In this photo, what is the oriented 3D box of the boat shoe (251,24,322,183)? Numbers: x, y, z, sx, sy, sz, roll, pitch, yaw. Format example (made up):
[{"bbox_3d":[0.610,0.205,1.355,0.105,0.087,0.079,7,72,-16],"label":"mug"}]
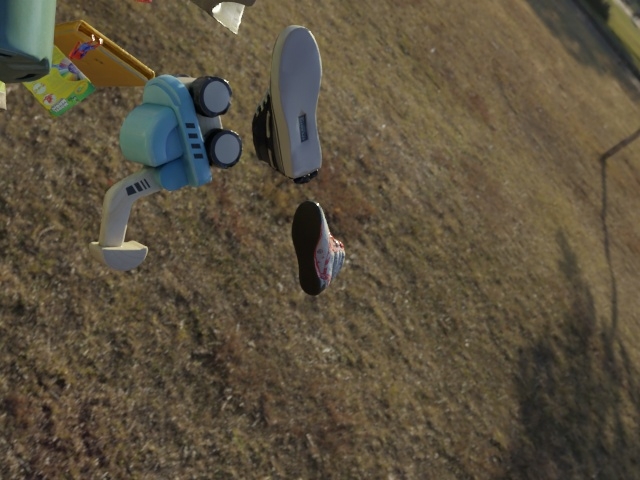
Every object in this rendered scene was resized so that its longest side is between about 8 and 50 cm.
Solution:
[{"bbox_3d":[-0.089,-0.297,1.429,0.127,0.341,0.158,-25,38,-36],"label":"boat shoe"}]

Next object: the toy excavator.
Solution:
[{"bbox_3d":[-0.439,-0.191,1.736,0.445,0.222,0.433,-29,122,-34],"label":"toy excavator"}]

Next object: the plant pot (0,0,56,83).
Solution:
[{"bbox_3d":[-0.549,-0.430,1.007,0.341,0.341,0.334,0,90,-47],"label":"plant pot"}]

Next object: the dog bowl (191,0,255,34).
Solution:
[{"bbox_3d":[-0.102,-0.484,0.966,0.102,0.349,0.349,22,43,-15],"label":"dog bowl"}]

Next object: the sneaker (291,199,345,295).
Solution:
[{"bbox_3d":[-0.001,0.000,1.772,0.145,0.090,0.270,-39,132,-52],"label":"sneaker"}]

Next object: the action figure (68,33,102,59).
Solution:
[{"bbox_3d":[-0.613,-0.496,1.713,0.038,0.115,0.030,10,63,-57],"label":"action figure"}]

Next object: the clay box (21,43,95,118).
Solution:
[{"bbox_3d":[-0.674,-0.403,1.667,0.127,0.053,0.222,-41,76,-16],"label":"clay box"}]

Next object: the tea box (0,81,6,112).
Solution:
[{"bbox_3d":[-0.819,-0.374,1.295,0.220,0.328,0.324,8,71,-59],"label":"tea box"}]

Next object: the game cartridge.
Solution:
[{"bbox_3d":[-0.706,-0.561,2.015,0.285,0.323,0.053,32,75,-48],"label":"game cartridge"}]
